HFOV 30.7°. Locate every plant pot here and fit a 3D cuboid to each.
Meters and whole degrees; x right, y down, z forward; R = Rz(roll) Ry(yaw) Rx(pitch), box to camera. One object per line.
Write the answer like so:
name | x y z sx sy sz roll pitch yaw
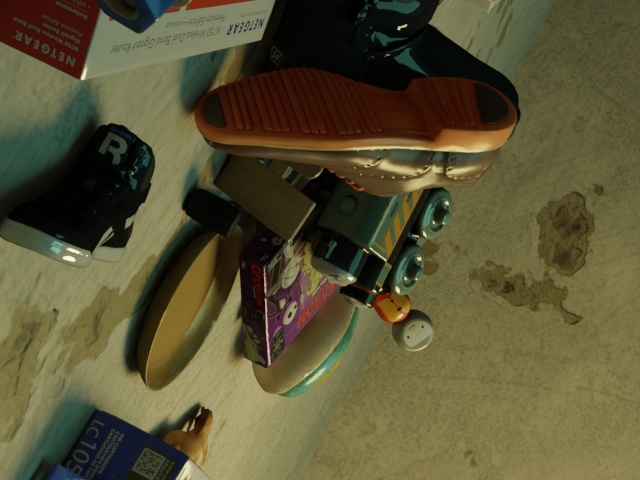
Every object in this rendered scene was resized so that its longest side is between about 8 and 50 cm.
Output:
plant pot | -0.170 0.080 1.488 0.236 0.032 0.236 -58 168 -21

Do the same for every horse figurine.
horse figurine | -0.220 0.339 1.741 0.174 0.066 0.263 -61 169 -2

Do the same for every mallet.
mallet | -0.109 -0.033 1.434 0.039 0.062 0.189 -60 169 7

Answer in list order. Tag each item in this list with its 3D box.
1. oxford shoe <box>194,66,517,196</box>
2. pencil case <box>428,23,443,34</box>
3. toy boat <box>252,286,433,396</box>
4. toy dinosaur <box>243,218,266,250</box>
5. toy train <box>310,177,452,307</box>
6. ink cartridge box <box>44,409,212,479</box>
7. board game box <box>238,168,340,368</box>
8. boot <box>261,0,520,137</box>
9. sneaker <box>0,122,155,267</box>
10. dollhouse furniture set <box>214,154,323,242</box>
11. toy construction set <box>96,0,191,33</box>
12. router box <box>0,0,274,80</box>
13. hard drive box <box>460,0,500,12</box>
oxford shoe | 0.036 -0.103 1.298 0.130 0.363 0.133 -104 -158 -43
pencil case | 0.117 -0.268 1.782 0.284 0.124 0.124 -35 149 -65
toy boat | 0.032 0.156 1.931 0.318 0.148 0.267 -24 -157 38
toy dinosaur | -0.073 -0.022 1.637 0.183 0.053 0.093 -45 160 -57
toy train | 0.099 -0.072 1.615 0.190 0.142 0.334 36 81 -54
ink cartridge box | -0.243 0.390 1.446 0.270 0.151 0.395 -60 157 -18
board game box | 0.000 0.000 1.677 0.347 0.056 0.208 -48 155 -38
boot | 0.146 -0.332 1.327 0.367 0.146 0.445 1 123 -30
sneaker | -0.202 -0.046 0.998 0.217 0.079 0.121 -7 119 -86
dollhouse furniture set | -0.017 -0.084 1.458 0.144 0.123 0.151 -56 159 8
toy construction set | -0.151 -0.262 0.549 0.257 0.237 0.309 29 79 -43
router box | -0.093 -0.294 0.901 0.301 0.082 0.335 -68 167 20
hard drive box | 0.336 -0.550 2.187 0.232 0.089 0.181 -45 158 -55
